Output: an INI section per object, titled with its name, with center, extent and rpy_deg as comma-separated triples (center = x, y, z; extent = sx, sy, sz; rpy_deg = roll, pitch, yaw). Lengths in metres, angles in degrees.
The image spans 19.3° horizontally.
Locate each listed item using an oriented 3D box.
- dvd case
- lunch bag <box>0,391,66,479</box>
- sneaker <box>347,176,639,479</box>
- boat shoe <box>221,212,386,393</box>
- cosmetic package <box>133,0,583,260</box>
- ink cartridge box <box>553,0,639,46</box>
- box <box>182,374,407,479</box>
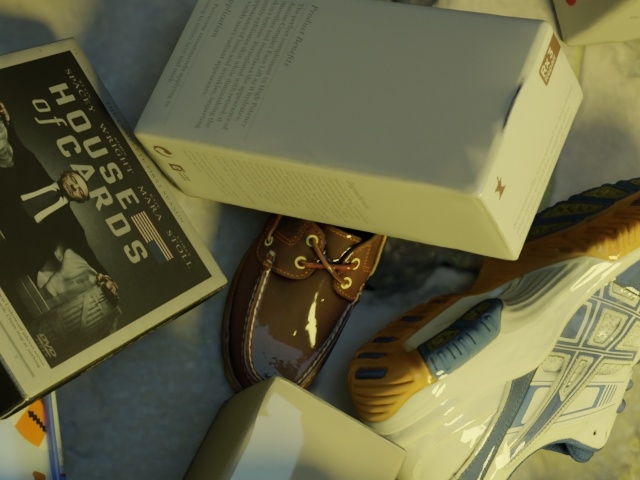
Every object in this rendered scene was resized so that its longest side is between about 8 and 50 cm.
[dvd case]
center = -0.154, -0.017, 1.029
extent = 0.179, 0.029, 0.239
rpy_deg = 58, 26, 0
[lunch bag]
center = -0.284, 0.137, 0.979
extent = 0.303, 0.115, 0.243
rpy_deg = -4, 81, -22
[sneaker]
center = 0.151, 0.065, 1.175
extent = 0.296, 0.112, 0.131
rpy_deg = -32, 107, -22
[boat shoe]
center = 0.000, 0.000, 1.138
extent = 0.073, 0.073, 0.207
rpy_deg = 24, 71, -16
[cosmetic package]
center = 0.021, -0.073, 1.083
extent = 0.231, 0.085, 0.117
rpy_deg = 13, 68, 29
[ink cartridge box]
center = 0.243, -0.272, 1.166
extent = 0.131, 0.306, 0.226
rpy_deg = -9, 80, -21
[box]
center = -0.061, 0.219, 1.040
extent = 0.094, 0.113, 0.275
rpy_deg = 31, 70, -10
